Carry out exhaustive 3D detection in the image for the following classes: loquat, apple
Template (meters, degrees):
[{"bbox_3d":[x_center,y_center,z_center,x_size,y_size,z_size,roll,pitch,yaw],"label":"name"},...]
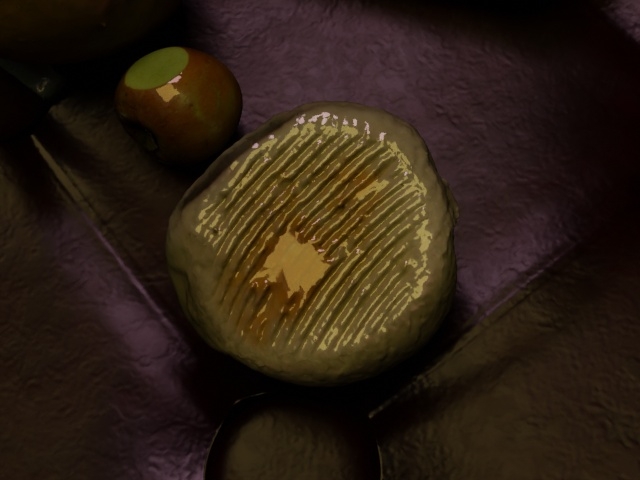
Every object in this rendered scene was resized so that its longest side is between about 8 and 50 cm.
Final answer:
[{"bbox_3d":[-0.248,-0.294,1.044,0.274,0.275,0.275,-2,66,5],"label":"loquat"},{"bbox_3d":[-0.127,-0.123,1.051,0.114,0.099,0.102,21,58,41],"label":"apple"}]

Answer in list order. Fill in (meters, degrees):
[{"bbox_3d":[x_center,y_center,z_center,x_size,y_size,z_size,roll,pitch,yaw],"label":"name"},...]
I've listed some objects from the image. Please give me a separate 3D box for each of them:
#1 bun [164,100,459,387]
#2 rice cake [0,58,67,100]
[{"bbox_3d":[0.000,0.000,0.955,0.243,0.153,0.244,0,86,2],"label":"bun"},{"bbox_3d":[-0.330,-0.200,1.140,0.207,0.033,0.033,35,84,20],"label":"rice cake"}]
